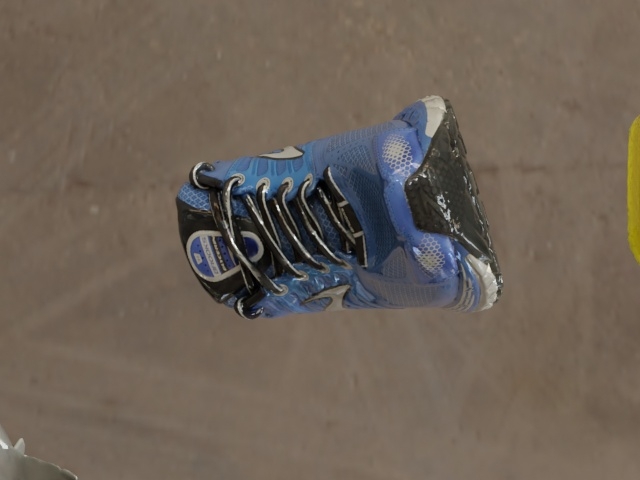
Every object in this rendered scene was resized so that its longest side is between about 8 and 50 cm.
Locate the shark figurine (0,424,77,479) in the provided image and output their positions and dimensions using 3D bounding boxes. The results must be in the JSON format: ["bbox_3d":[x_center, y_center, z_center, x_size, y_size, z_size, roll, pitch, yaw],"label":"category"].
[{"bbox_3d":[-0.228,0.150,1.300,0.116,0.166,0.278,4,133,26],"label":"shark figurine"}]

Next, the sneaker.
[{"bbox_3d":[0.000,0.000,1.134,0.147,0.330,0.129,-16,90,-18],"label":"sneaker"}]

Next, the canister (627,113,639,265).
[{"bbox_3d":[0.242,-0.063,1.047,0.073,0.126,0.170,18,145,-17],"label":"canister"}]
